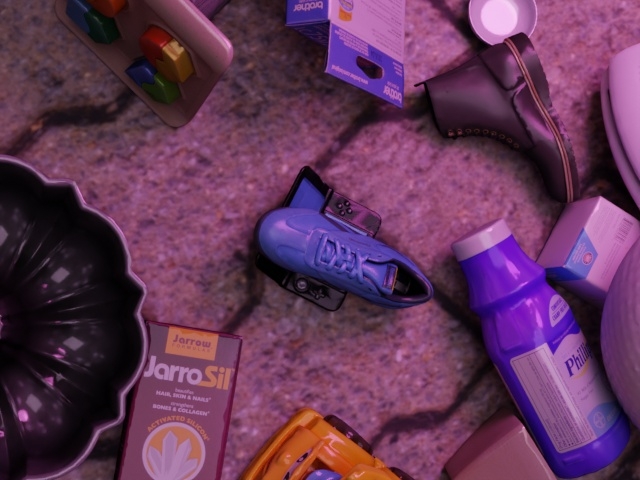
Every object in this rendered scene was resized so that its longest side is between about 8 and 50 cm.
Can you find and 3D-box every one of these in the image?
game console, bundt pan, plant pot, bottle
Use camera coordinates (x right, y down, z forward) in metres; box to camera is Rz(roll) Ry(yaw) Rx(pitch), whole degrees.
[{"bbox_3d":[0.000,0.000,1.202,0.107,0.071,0.122,27,81,-2],"label":"game console"},{"bbox_3d":[-0.335,0.083,1.099,0.330,0.124,0.331,1,86,-12],"label":"bundt pan"},{"bbox_3d":[0.196,0.258,1.213,0.096,0.109,0.109,-32,93,1],"label":"plant pot"},{"bbox_3d":[0.236,0.113,1.223,0.092,0.118,0.283,-27,91,31],"label":"bottle"}]

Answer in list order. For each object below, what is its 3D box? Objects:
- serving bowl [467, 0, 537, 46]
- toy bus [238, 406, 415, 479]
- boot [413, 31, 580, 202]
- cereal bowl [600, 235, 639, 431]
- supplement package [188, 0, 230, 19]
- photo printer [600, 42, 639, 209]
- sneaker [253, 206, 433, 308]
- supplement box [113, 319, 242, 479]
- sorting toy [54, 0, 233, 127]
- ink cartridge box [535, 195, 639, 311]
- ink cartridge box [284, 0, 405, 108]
[{"bbox_3d":[0.206,-0.259,1.291,0.083,0.027,0.083,1,85,-12],"label":"serving bowl"},{"bbox_3d":[0.037,0.284,1.119,0.220,0.211,0.149,42,80,-5],"label":"toy bus"},{"bbox_3d":[0.201,-0.117,1.268,0.137,0.077,0.198,-22,91,1],"label":"boot"},{"bbox_3d":[0.465,0.110,1.130,0.338,0.141,0.339,-1,110,-3],"label":"cereal bowl"},{"bbox_3d":[-0.154,-0.331,1.130,0.194,0.203,0.149,46,78,-6],"label":"supplement package"},{"bbox_3d":[0.476,-0.116,1.259,0.307,0.107,0.256,-6,61,-12],"label":"photo printer"},{"bbox_3d":[0.030,0.019,1.169,0.209,0.082,0.069,24,85,-31],"label":"sneaker"},{"bbox_3d":[-0.148,0.182,1.152,0.104,0.081,0.188,10,83,-11],"label":"supplement box"},{"bbox_3d":[-0.186,-0.206,1.111,0.193,0.208,0.038,45,67,-5],"label":"sorting toy"},{"bbox_3d":[0.333,0.029,1.263,0.143,0.090,0.092,32,80,-9],"label":"ink cartridge box"},{"bbox_3d":[0.032,-0.306,1.184,0.065,0.186,0.311,-3,83,28],"label":"ink cartridge box"}]
